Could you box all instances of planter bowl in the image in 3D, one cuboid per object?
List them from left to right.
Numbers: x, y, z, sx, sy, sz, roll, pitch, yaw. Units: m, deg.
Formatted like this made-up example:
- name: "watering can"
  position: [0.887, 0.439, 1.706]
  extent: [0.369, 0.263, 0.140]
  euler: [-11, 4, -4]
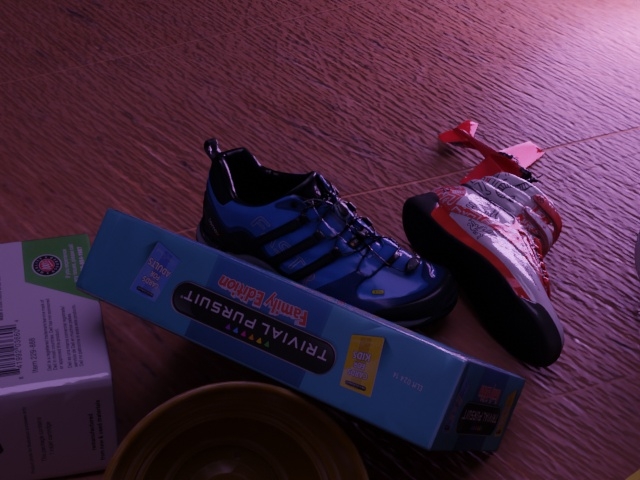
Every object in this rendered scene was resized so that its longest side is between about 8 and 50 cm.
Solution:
- name: "planter bowl"
  position: [-0.072, 0.218, 0.951]
  extent: [0.217, 0.217, 0.090]
  euler: [-6, -1, -12]

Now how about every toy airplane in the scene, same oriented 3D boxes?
- name: "toy airplane"
  position: [0.209, -0.108, 1.468]
  extent: [0.151, 0.028, 0.151]
  euler: [3, 37, -2]

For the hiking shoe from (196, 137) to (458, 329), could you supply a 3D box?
- name: "hiking shoe"
  position: [0.000, 0.000, 1.232]
  extent: [0.304, 0.132, 0.113]
  euler: [19, 41, 18]

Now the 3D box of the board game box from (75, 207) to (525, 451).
- name: "board game box"
  position: [-0.008, 0.086, 1.049]
  extent: [0.336, 0.079, 0.254]
  euler: [22, -1, 22]

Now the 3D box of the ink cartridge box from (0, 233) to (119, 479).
- name: "ink cartridge box"
  position: [-0.340, 0.114, 1.071]
  extent: [0.289, 0.121, 0.211]
  euler: [-7, 39, -12]

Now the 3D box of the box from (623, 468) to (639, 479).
- name: "box"
  position: [0.277, 0.238, 0.992]
  extent: [0.232, 0.087, 0.058]
  euler: [-26, 45, -31]

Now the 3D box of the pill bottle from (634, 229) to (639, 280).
- name: "pill bottle"
  position: [0.478, -0.065, 1.292]
  extent: [0.204, 0.204, 0.361]
  euler: [21, 42, 21]

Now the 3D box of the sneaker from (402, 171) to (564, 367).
- name: "sneaker"
  position: [0.214, 0.017, 1.261]
  extent: [0.145, 0.090, 0.270]
  euler: [-18, 40, -21]
